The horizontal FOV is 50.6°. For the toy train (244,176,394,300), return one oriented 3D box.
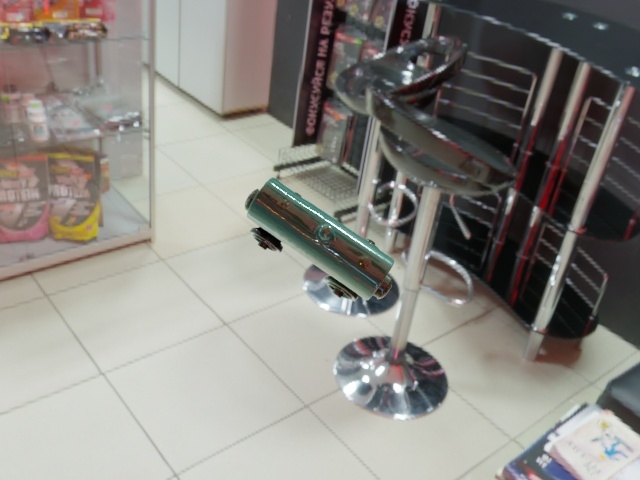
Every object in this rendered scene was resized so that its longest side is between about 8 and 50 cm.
[{"bbox_3d":[0.000,0.000,0.958,0.248,0.101,0.159,34,-10,0],"label":"toy train"}]
